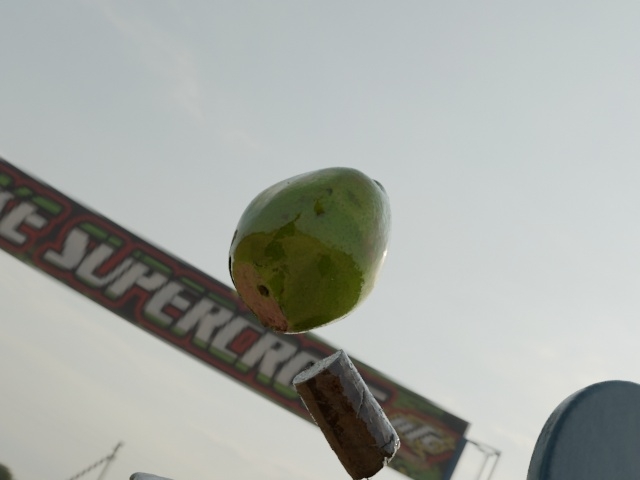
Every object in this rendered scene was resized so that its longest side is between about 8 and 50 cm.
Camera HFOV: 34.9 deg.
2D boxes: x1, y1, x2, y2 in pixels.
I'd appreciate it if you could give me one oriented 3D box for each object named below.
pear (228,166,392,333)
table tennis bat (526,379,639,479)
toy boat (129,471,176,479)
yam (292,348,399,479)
[{"bbox_3d":[0.000,0.000,1.178,0.187,0.220,0.187,40,-24,22],"label":"pear"},{"bbox_3d":[0.215,0.240,0.598,0.215,0.329,0.044,8,-30,-34],"label":"table tennis bat"},{"bbox_3d":[-0.106,0.316,1.027,0.206,0.096,0.282,41,-10,15],"label":"toy boat"},{"bbox_3d":[0.031,0.202,1.183,0.141,0.079,0.079,58,-27,-9],"label":"yam"}]
